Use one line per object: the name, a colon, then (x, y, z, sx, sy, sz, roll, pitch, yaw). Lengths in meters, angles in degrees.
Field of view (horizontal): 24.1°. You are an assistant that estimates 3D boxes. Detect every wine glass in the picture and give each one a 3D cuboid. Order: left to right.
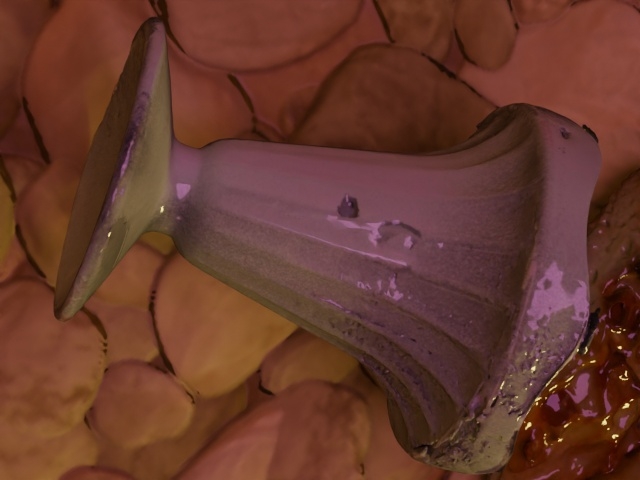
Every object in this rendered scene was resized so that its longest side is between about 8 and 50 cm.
wine glass: (0.000, 0.000, 0.622, 0.196, 0.165, 0.165, 15, 89, -16)

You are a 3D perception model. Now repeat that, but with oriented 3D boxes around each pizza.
pizza: (0.161, 0.050, 0.733, 0.271, 0.056, 0.134, -42, 114, -13)
